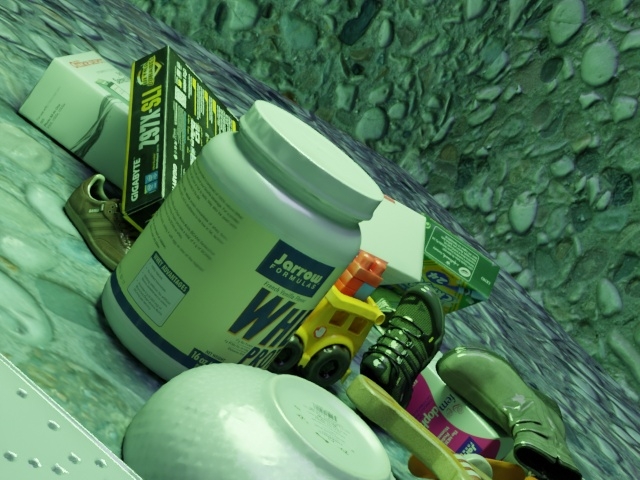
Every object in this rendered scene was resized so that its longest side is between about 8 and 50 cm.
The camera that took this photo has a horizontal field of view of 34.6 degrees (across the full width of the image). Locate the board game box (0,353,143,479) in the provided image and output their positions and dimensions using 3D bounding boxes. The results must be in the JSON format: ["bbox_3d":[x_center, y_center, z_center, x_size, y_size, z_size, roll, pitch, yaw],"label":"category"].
[{"bbox_3d":[-0.349,0.149,0.770,0.390,0.050,0.390,40,13,6],"label":"board game box"}]

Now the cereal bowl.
[{"bbox_3d":[-0.031,0.246,1.089,0.339,0.141,0.339,35,14,-10],"label":"cereal bowl"}]

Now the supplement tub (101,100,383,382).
[{"bbox_3d":[-0.097,0.012,1.295,0.235,0.325,0.235,36,14,-10],"label":"supplement tub"}]

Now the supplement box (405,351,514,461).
[{"bbox_3d":[0.195,0.276,1.645,0.220,0.111,0.114,45,15,30],"label":"supplement box"}]

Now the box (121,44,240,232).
[{"bbox_3d":[-0.192,-0.105,1.587,0.257,0.079,0.322,48,29,-46],"label":"box"}]

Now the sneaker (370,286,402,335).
[{"bbox_3d":[0.136,0.145,2.033,0.086,0.064,0.192,27,17,-40],"label":"sneaker"}]

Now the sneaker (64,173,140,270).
[{"bbox_3d":[-0.291,-0.020,1.446,0.188,0.071,0.066,44,14,26],"label":"sneaker"}]

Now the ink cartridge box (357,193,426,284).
[{"bbox_3d":[0.000,0.000,1.702,0.283,0.117,0.207,-7,-21,39],"label":"ink cartridge box"}]

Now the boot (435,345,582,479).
[{"bbox_3d":[0.287,0.263,1.534,0.246,0.083,0.161,32,22,-16],"label":"boot"}]

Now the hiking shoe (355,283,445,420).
[{"bbox_3d":[0.116,0.173,1.539,0.086,0.226,0.114,22,7,25],"label":"hiking shoe"}]

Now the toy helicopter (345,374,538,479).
[{"bbox_3d":[0.183,0.311,1.441,0.355,0.140,0.235,41,6,7],"label":"toy helicopter"}]

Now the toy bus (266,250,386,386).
[{"bbox_3d":[-0.010,0.089,1.524,0.220,0.211,0.149,23,21,-43],"label":"toy bus"}]

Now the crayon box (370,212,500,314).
[{"bbox_3d":[0.188,0.072,2.117,0.203,0.083,0.323,34,-28,-15],"label":"crayon box"}]

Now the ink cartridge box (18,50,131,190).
[{"bbox_3d":[-0.344,-0.192,1.781,0.289,0.121,0.211,37,14,-4],"label":"ink cartridge box"}]

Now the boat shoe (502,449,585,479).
[{"bbox_3d":[0.368,0.397,1.701,0.305,0.109,0.091,41,8,-3],"label":"boat shoe"}]
